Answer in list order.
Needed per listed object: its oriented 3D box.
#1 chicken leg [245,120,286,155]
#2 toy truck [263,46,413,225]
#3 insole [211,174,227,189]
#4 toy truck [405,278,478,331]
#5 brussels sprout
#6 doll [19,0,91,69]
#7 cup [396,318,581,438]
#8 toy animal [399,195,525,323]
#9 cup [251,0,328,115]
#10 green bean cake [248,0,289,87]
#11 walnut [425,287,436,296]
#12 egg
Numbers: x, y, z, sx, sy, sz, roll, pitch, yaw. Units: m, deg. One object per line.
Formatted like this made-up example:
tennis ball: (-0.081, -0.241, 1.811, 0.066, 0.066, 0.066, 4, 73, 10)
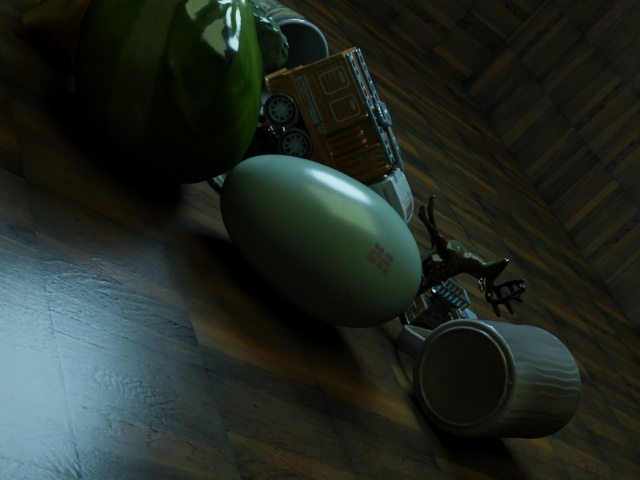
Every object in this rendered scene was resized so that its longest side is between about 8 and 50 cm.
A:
chicken leg: (-0.089, -0.200, 2.197, 0.088, 0.103, 0.227, 7, 18, 37)
toy truck: (0.050, -0.168, 2.089, 0.388, 0.206, 0.173, 68, 18, -9)
insole: (-0.107, -0.043, 1.957, 0.248, 0.011, 0.081, 41, 19, -13)
toy truck: (0.253, 0.151, 2.139, 0.177, 0.115, 0.080, 35, 22, -30)
brussels sprout: (-0.225, -0.273, 1.703, 0.315, 0.275, 0.372, -36, 124, -61)
doll: (-0.383, -0.395, 1.870, 0.166, 0.162, 0.270, 32, 22, 0)
cup: (0.297, 0.224, 1.948, 0.273, 0.208, 0.288, 12, 39, -54)
toy animal: (0.232, 0.052, 2.027, 0.260, 0.243, 0.087, 63, -1, -7)
cup: (-0.174, -0.419, 2.351, 0.301, 0.227, 0.257, -9, 37, -31)
green bean cake: (-0.194, -0.366, 2.103, 0.222, 0.227, 0.125, 24, 26, -45)
walnut: (0.186, 0.076, 2.223, 0.143, 0.069, 0.170, 33, 19, -36)
egg: (0.000, 0.000, 1.766, 0.370, 0.230, 0.230, 33, 22, -17)
